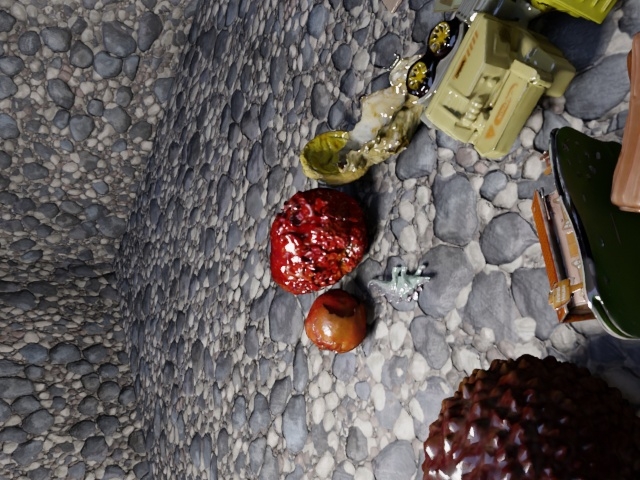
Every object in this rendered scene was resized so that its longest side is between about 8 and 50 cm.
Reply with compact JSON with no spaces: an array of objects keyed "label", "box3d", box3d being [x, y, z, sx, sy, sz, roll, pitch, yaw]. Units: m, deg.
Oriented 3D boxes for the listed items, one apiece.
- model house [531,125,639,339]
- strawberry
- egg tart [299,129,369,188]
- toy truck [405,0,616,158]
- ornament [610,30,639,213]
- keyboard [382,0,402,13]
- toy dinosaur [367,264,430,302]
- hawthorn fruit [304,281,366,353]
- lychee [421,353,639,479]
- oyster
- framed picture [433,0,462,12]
[{"label":"model house","box3d":[0.360,0.010,0.790,0.154,0.207,0.293,-35,55,52]},{"label":"strawberry","box3d":[0.000,0.000,1.323,0.221,0.274,0.273,16,99,18]},{"label":"egg tart","box3d":[0.041,-0.193,1.369,0.074,0.191,0.191,77,170,-50]},{"label":"toy truck","box3d":[0.324,-0.340,0.932,0.405,0.181,0.254,-62,37,29]},{"label":"ornament","box3d":[0.461,-0.129,0.663,0.235,0.222,0.217,-153,70,-68]},{"label":"keyboard","box3d":[0.163,-0.622,1.375,0.055,0.017,0.165,-56,42,41]},{"label":"toy dinosaur","box3d":[0.163,0.094,1.215,0.209,0.039,0.082,-5,81,57]},{"label":"hawthorn fruit","box3d":[0.040,0.177,1.301,0.148,0.148,0.171,-19,48,54]},{"label":"lychee","box3d":[0.293,0.324,0.763,0.330,0.306,0.306,-55,34,-8]},{"label":"oyster","box3d":[0.155,-0.283,1.217,0.337,0.133,0.197,-49,34,31]},{"label":"framed picture","box3d":[0.315,-0.536,1.135,0.201,0.010,0.135,29,107,55]}]
